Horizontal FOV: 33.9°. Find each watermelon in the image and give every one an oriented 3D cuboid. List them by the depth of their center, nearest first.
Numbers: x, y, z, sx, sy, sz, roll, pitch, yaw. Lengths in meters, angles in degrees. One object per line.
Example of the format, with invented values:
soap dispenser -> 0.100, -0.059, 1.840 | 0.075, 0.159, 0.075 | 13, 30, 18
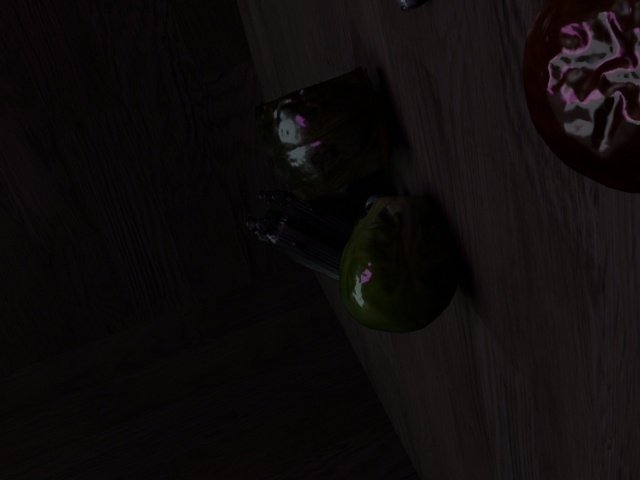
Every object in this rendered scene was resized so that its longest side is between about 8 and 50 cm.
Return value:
watermelon -> 0.045, -0.085, 2.424 | 0.318, 0.226, 0.148 | 95, -173, -60

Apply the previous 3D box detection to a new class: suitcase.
suitcase -> 0.000, 0.000, 2.280 | 0.312, 0.128, 0.202 | 27, 176, -14

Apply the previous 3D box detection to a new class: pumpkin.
pumpkin -> 0.010, -0.214, 2.091 | 0.303, 0.256, 0.225 | -40, -73, -81

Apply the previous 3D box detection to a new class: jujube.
jujube -> 0.259, -0.130, 0.766 | 0.255, 0.190, 0.190 | 172, 78, -76

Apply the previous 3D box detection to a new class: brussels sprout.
brussels sprout -> 0.147, 0.039, 1.947 | 0.210, 0.219, 0.271 | 144, 134, -70

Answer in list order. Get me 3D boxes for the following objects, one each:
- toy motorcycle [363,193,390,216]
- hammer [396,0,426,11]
toy motorcycle -> 0.158, 0.007, 2.154 | 0.270, 0.106, 0.159 | 55, -162, -35
hammer -> 0.073, -0.461, 1.703 | 0.152, 0.044, 0.427 | 60, 180, -19
